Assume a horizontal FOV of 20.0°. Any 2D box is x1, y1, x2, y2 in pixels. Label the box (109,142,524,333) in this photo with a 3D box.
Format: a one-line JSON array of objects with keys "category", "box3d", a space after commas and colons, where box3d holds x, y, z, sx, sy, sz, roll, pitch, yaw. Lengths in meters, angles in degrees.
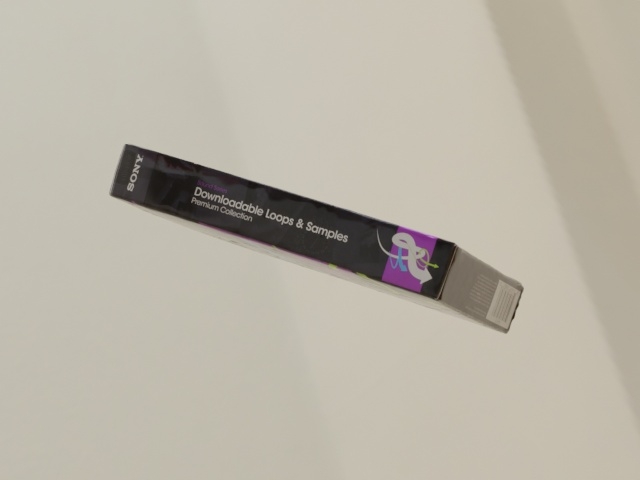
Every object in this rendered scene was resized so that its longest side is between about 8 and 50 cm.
[{"category": "box", "box3d": [0.000, 0.000, 0.816, 0.162, 0.116, 0.029, 19, -92, 23]}]
